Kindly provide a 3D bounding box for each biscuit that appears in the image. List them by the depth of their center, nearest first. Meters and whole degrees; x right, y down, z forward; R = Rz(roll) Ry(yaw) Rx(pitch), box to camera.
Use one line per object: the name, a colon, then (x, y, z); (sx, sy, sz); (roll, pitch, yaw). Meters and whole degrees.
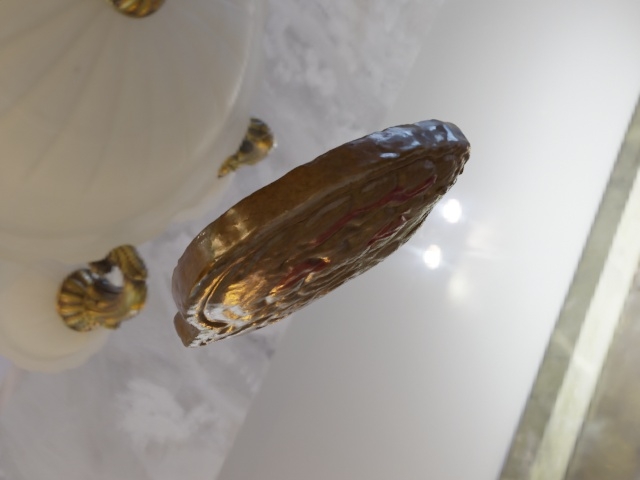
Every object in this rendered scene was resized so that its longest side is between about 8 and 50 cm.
biscuit: (0.001, 0.002, 0.769); (0.272, 0.257, 0.049); (-24, -108, -26)
